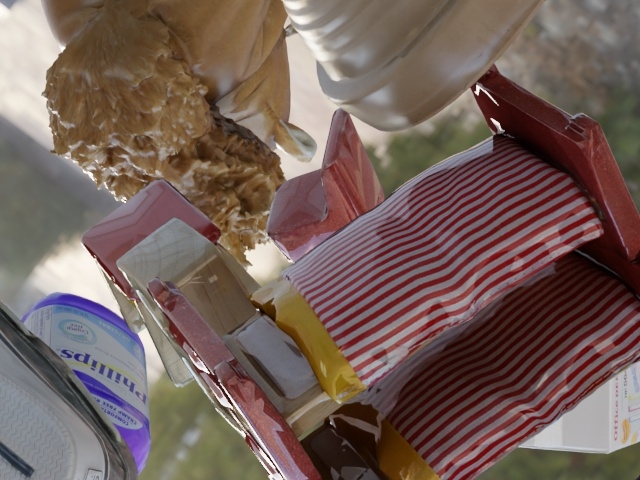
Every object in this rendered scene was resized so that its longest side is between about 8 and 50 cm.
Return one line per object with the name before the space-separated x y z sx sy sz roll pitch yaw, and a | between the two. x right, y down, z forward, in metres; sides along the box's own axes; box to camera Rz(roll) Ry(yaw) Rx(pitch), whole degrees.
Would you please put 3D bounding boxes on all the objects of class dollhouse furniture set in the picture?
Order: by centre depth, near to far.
dollhouse furniture set | 0.000 0.000 0.942 0.152 0.201 0.374 59 170 -30

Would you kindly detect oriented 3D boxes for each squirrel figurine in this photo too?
squirrel figurine | -0.137 -0.162 1.845 0.281 0.397 0.370 4 153 12

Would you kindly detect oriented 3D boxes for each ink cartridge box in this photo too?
ink cartridge box | 0.232 0.133 1.579 0.090 0.092 0.143 1 -176 30

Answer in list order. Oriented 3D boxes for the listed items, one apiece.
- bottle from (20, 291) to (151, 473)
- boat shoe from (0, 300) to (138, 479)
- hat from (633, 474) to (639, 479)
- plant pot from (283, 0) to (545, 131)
bottle | -0.195 0.150 1.445 0.118 0.092 0.283 31 -160 -21
boat shoe | -0.259 0.084 1.221 0.335 0.121 0.119 43 -177 23
hat | 0.190 0.159 0.800 0.134 0.331 0.331 41 172 -2
plant pot | 0.040 -0.177 0.818 0.110 0.237 0.237 28 174 -17
